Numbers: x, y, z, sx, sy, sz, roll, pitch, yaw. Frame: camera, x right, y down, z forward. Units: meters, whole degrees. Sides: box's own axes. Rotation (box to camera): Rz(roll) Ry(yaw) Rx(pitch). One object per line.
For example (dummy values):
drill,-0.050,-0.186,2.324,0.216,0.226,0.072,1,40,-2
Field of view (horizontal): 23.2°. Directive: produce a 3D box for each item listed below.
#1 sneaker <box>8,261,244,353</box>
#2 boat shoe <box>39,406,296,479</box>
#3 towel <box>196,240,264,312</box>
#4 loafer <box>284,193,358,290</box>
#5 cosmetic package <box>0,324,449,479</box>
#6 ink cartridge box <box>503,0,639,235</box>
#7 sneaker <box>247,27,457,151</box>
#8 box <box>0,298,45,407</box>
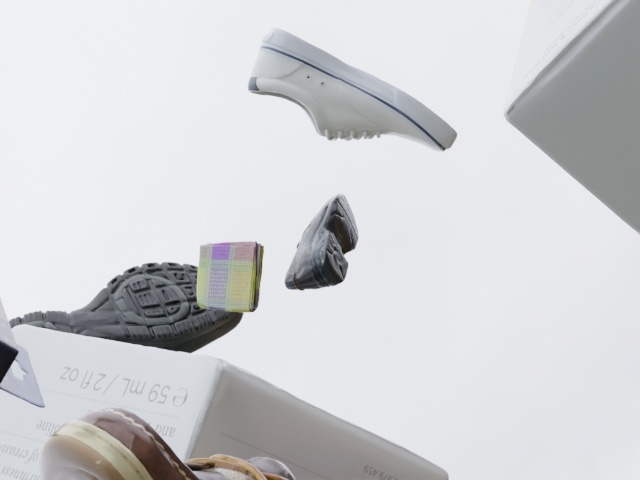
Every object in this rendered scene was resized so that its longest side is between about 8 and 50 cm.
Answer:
sneaker,-0.217,0.115,1.665,0.286,0.109,0.130,-17,-41,-5
boat shoe,-0.068,0.185,0.996,0.123,0.123,0.342,-51,-36,-21
towel,-0.077,0.031,1.327,0.009,0.083,0.060,7,-95,-40
loafer,0.000,0.000,1.724,0.061,0.062,0.170,-20,20,21
cosmetic package,-0.145,0.326,1.442,0.327,0.329,0.394,31,-108,-41
ink cartridge box,0.306,-0.132,1.190,0.160,0.279,0.385,-47,10,29
sneaker,0.035,-0.156,1.852,0.091,0.258,0.094,-63,-1,0
box,-0.294,0.039,1.110,0.225,0.136,0.036,30,-85,-23
